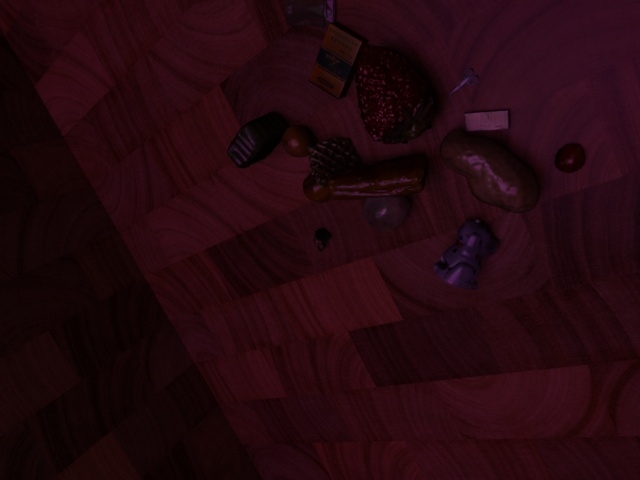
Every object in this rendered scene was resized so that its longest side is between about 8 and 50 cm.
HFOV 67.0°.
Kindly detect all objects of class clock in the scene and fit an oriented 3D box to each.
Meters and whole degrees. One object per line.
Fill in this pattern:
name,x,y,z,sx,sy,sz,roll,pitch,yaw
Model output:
clock,0.562,0.038,1.839,0.189,0.189,0.254,29,111,18

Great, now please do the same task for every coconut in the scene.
coconut,0.257,-0.123,1.923,0.194,0.194,0.194,15,120,27

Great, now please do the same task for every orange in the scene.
orange,-0.001,-0.233,2.071,0.156,0.156,0.134,-7,129,36

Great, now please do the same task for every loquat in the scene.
loquat,-0.096,-0.416,2.044,0.141,0.141,0.141,15,120,27

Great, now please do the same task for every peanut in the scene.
peanut,0.580,-0.239,1.672,0.387,0.169,0.192,44,133,12

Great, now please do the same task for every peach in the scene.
peach,0.809,-0.262,1.573,0.098,0.061,0.098,13,124,21

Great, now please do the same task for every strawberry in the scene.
strawberry,0.250,-0.514,1.720,0.292,0.292,0.343,-38,66,40

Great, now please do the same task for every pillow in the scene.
pillow,-0.041,-0.877,1.842,0.217,0.033,0.130,14,123,27

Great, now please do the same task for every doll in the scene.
doll,0.010,-0.005,2.244,0.078,0.077,0.113,59,165,27

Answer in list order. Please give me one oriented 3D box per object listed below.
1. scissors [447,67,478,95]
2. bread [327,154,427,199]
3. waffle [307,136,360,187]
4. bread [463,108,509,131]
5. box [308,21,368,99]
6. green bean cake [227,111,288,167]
scissors,0.487,-0.541,1.675,0.119,0.014,0.058,-35,87,37
bread,0.216,-0.249,1.861,0.380,0.185,0.109,-4,133,20
waffle,0.058,-0.317,1.975,0.054,0.214,0.207,-159,53,-79
bread,0.575,-0.415,1.673,0.154,0.028,0.068,3,115,31
box,0.066,-0.684,1.849,0.152,0.070,0.237,36,125,13
green bean cake,-0.274,-0.425,2.082,0.125,0.248,0.222,51,133,1
